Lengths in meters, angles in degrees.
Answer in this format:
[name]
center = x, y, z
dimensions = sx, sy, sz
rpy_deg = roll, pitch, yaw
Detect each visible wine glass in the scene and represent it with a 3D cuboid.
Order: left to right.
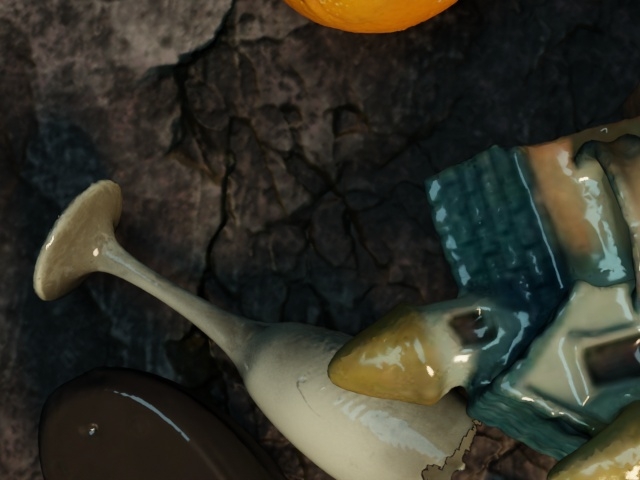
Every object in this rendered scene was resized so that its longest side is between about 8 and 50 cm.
[wine glass]
center = 0.000, 0.000, 1.018
dimensions = 0.309, 0.096, 0.264
rpy_deg = 30, 92, 15

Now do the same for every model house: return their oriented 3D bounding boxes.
[model house]
center = 0.162, 0.034, 0.900
dimensions = 0.325, 0.194, 0.267
rpy_deg = -15, 78, -5

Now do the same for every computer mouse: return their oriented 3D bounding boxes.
[computer mouse]
center = -0.079, 0.194, 1.008
dimensions = 0.137, 0.086, 0.269
rpy_deg = -32, 94, 23

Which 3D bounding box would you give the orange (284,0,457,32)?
[orange]
center = 0.027, -0.231, 1.009
dimensions = 0.193, 0.193, 0.161
rpy_deg = 31, 45, 15
